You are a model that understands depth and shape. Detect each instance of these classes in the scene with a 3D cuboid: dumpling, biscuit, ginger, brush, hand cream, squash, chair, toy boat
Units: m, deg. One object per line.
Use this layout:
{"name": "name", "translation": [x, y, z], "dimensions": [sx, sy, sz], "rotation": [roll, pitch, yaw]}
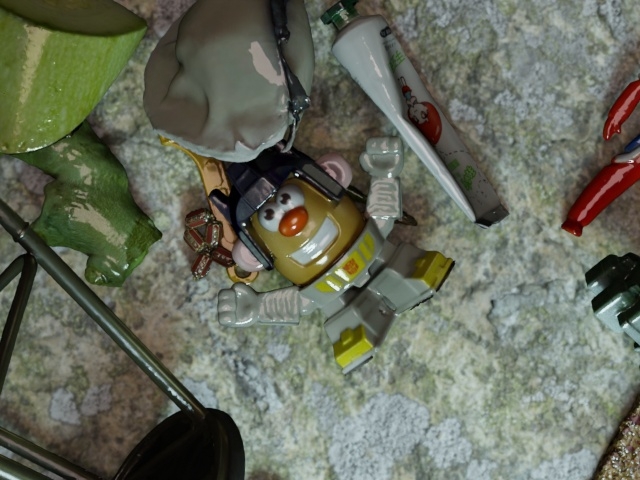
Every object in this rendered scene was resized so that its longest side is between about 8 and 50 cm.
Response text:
{"name": "dumpling", "translation": [-0.106, -0.223, 1.660], "dimensions": [0.204, 0.163, 0.293], "rotation": [5, 55, -5]}
{"name": "biscuit", "translation": [0.398, 0.259, 1.773], "dimensions": [0.064, 0.034, 0.199], "rotation": [28, 88, -5]}
{"name": "ginger", "translation": [-0.309, -0.072, 1.713], "dimensions": [0.137, 0.089, 0.290], "rotation": [-29, 93, 5]}
{"name": "brush", "translation": [-0.131, -0.074, 1.759], "dimensions": [0.103, 0.013, 0.272], "rotation": [-17, 91, -3]}
{"name": "hand cream", "translation": [0.119, -0.154, 1.731], "dimensions": [0.076, 0.121, 0.336], "rotation": [-37, 89, 27]}
{"name": "squash", "translation": [-0.361, -0.225, 1.699], "dimensions": [0.237, 0.204, 0.155], "rotation": [25, 122, 5]}
{"name": "chair", "translation": [-0.329, 0.243, 1.538], "dimensions": [0.410, 0.362, 0.364], "rotation": [34, 125, -24]}
{"name": "toy boat", "translation": [0.450, 0.145, 1.716], "dimensions": [0.319, 0.141, 0.092], "rotation": [41, 113, -18]}

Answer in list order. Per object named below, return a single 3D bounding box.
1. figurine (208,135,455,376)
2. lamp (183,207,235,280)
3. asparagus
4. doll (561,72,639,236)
{"name": "figurine", "translation": [-0.003, 0.003, 1.700], "dimensions": [0.308, 0.143, 0.309], "rotation": [4, 77, -16]}
{"name": "lamp", "translation": [-0.143, 0.002, 1.741], "dimensions": [0.063, 0.031, 0.083], "rotation": [-21, 90, 15]}
{"name": "asparagus", "translation": [0.019, -0.073, 1.763], "dimensions": [0.233, 0.023, 0.022], "rotation": [29, 133, -2]}
{"name": "doll", "translation": [0.457, -0.144, 1.756], "dimensions": [0.188, 0.099, 0.384], "rotation": [26, 91, -2]}
